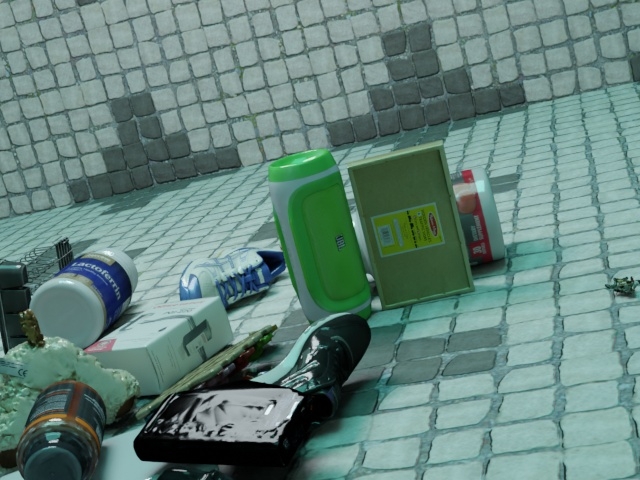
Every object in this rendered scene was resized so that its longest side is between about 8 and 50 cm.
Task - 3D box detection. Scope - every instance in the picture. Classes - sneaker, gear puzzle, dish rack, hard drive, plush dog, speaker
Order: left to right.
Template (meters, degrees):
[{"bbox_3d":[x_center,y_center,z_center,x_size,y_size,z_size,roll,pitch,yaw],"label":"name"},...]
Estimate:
[{"bbox_3d":[-0.449,0.237,1.638,0.262,0.210,0.225,-24,-10,-37],"label":"plush dog"},{"bbox_3d":[-0.583,0.109,2.189,0.074,0.208,0.271,-1,16,11],"label":"dish rack"},{"bbox_3d":[-0.297,0.322,1.393,0.307,0.040,0.203,-19,15,-12],"label":"hard drive"},{"bbox_3d":[-0.155,0.206,1.663,0.175,0.044,0.339,-32,1,22],"label":"gear puzzle"},{"bbox_3d":[-0.171,0.071,2.082,0.131,0.112,0.296,-8,17,25],"label":"sneaker"},{"bbox_3d":[-0.001,0.204,1.447,0.124,0.107,0.283,6,35,45],"label":"sneaker"},{"bbox_3d":[0.000,0.000,1.795,0.131,0.296,0.131,-14,14,4],"label":"speaker"}]

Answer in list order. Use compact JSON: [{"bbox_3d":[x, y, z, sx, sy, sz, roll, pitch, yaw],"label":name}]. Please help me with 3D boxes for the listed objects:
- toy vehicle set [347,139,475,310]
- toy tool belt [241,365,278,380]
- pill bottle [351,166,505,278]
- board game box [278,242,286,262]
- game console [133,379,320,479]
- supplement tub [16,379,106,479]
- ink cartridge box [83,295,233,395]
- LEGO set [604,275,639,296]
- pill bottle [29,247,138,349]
[{"bbox_3d":[0.156,-0.023,1.791,0.166,0.267,0.035,-12,16,8],"label":"toy vehicle set"},{"bbox_3d":[-0.072,0.214,1.578,0.083,0.052,0.051,-6,-15,20],"label":"toy tool belt"},{"bbox_3d":[0.168,-0.017,1.935,0.319,0.176,0.176,-14,14,7],"label":"pill bottle"},{"bbox_3d":[0.082,-0.009,2.244,0.305,0.053,0.193,-19,14,-14],"label":"board game box"},{"bbox_3d":[-0.157,0.286,1.234,0.213,0.044,0.361,-4,29,28],"label":"game console"},{"bbox_3d":[-0.338,0.262,1.365,0.106,0.106,0.198,-16,14,-3],"label":"supplement tub"},{"bbox_3d":[-0.277,0.181,1.800,0.159,0.092,0.218,-9,14,33],"label":"ink cartridge box"},{"bbox_3d":[0.470,0.072,1.614,0.054,0.023,0.083,-3,5,31],"label":"LEGO set"},{"bbox_3d":[-0.476,0.112,2.149,0.153,0.153,0.264,-12,15,13],"label":"pill bottle"}]
